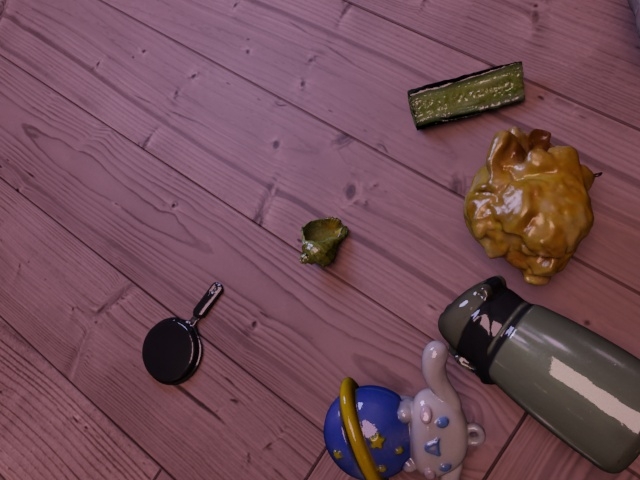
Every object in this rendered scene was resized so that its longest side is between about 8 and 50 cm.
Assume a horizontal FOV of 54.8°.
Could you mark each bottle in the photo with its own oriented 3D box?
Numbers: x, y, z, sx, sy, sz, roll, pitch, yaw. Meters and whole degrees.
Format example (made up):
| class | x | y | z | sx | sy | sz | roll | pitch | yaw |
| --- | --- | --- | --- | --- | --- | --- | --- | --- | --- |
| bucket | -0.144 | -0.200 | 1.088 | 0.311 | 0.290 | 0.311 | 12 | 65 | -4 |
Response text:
| class | x | y | z | sx | sy | sz | roll | pitch | yaw |
| --- | --- | --- | --- | --- | --- | --- | --- | --- | --- |
| bottle | 0.347 | 0.189 | 0.962 | 0.347 | 0.168 | 0.168 | 35 | 90 | 27 |

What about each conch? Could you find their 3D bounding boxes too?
| class | x | y | z | sx | sy | sz | roll | pitch | yaw |
| --- | --- | --- | --- | --- | --- | --- | --- | --- | --- |
| conch | 0.000 | 0.000 | 1.165 | 0.121 | 0.074 | 0.089 | -43 | 105 | -18 |

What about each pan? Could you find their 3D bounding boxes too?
| class | x | y | z | sx | sy | sz | roll | pitch | yaw |
| --- | --- | --- | --- | --- | --- | --- | --- | --- | --- |
| pan | -0.274 | 0.181 | 1.241 | 0.136 | 0.028 | 0.235 | 35 | 90 | 22 |

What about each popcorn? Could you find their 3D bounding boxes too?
| class | x | y | z | sx | sy | sz | roll | pitch | yaw |
| --- | --- | --- | --- | --- | --- | --- | --- | --- | --- |
| popcorn | 0.334 | -0.061 | 1.021 | 0.191 | 0.190 | 0.254 | 20 | 72 | -8 |

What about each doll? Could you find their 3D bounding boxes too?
| class | x | y | z | sx | sy | sz | roll | pitch | yaw |
| --- | --- | --- | --- | --- | --- | --- | --- | --- | --- |
| doll | 0.141 | 0.337 | 1.019 | 0.242 | 0.159 | 0.311 | -25 | 94 | -1 |

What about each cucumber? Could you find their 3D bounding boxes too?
| class | x | y | z | sx | sy | sz | roll | pitch | yaw |
| --- | --- | --- | --- | --- | --- | --- | --- | --- | --- |
| cucumber | 0.272 | -0.272 | 1.152 | 0.211 | 0.062 | 0.078 | -14 | 107 | 9 |

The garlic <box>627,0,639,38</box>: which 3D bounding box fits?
| class | x | y | z | sx | sy | sz | roll | pitch | yaw |
| --- | --- | --- | --- | --- | --- | --- | --- | --- | --- |
| garlic | 0.627 | -0.426 | 0.958 | 0.317 | 0.259 | 0.318 | -3 | 77 | 13 |
